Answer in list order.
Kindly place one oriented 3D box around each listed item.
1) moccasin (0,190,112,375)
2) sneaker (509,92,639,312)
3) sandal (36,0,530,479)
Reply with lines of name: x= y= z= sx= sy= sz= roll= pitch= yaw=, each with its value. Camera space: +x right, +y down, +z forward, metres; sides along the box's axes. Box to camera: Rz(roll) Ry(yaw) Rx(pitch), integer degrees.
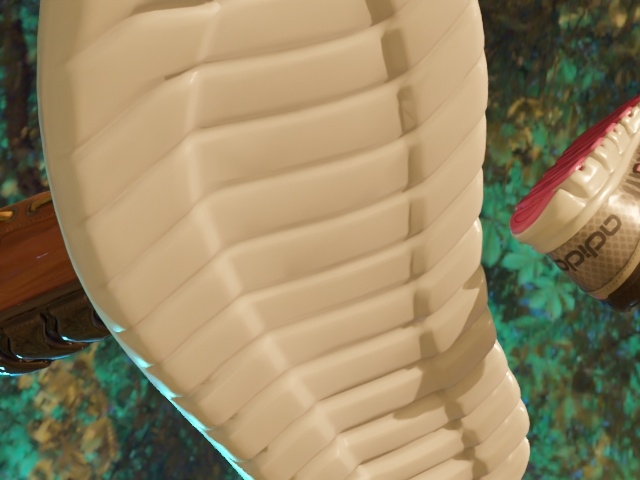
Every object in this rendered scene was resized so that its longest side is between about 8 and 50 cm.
moccasin: x=-0.098 y=-0.025 z=0.799 sx=0.380 sy=0.147 sz=0.139 roll=-23 pitch=-28 yaw=19
sneaker: x=0.151 y=-0.022 z=0.518 sx=0.075 sy=0.170 sz=0.063 roll=50 pitch=-46 yaw=0
sandal: x=-0.013 y=0.007 z=0.475 sx=0.169 sy=0.102 sz=0.416 roll=-30 pitch=-47 yaw=-15
